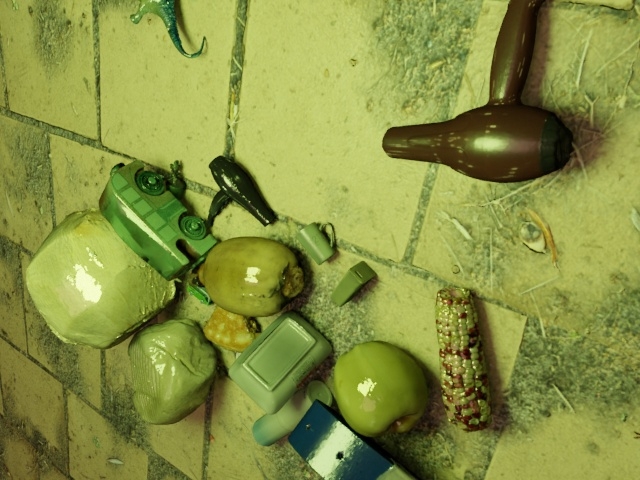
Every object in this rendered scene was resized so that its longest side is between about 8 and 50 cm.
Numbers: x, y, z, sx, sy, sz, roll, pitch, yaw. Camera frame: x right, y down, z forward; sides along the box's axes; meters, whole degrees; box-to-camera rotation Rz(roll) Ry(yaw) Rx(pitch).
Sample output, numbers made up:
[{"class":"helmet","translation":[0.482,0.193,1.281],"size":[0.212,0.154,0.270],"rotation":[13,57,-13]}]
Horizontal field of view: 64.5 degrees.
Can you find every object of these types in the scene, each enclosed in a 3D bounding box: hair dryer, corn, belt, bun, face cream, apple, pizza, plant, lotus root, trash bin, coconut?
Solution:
[{"class":"hair dryer","translation":[0.261,-0.272,0.821],"size":[0.312,0.123,0.341],"rotation":[17,103,41]},{"class":"corn","translation":[0.269,0.227,0.958],"size":[0.092,0.092,0.281],"rotation":[-3,100,35]},{"class":"belt","translation":[0.097,0.483,1.069],"size":[0.346,0.212,0.117],"rotation":[36,78,13]},{"class":"bun","translation":[-0.389,0.347,1.376],"size":[0.281,0.204,0.282],"rotation":[15,111,45]},{"class":"hair dryer","translation":[-0.219,-0.078,1.224],"size":[0.195,0.075,0.219],"rotation":[49,136,1]},{"class":"face cream","translation":[-0.074,0.433,1.262],"size":[0.250,0.077,0.077],"rotation":[-43,79,35]},{"class":"apple","translation":[0.117,0.301,1.029],"size":[0.199,0.200,0.200],"rotation":[11,111,31]},{"class":"pizza","translation":[-0.219,0.184,1.297],"size":[0.188,0.062,0.199],"rotation":[12,103,29]},{"class":"plant","translation":[-0.370,-0.155,1.296],"size":[0.051,0.051,0.102],"rotation":[27,124,24]},{"class":"lotus root","translation":[-0.186,0.081,1.171],"size":[0.309,0.182,0.183],"rotation":[2,106,33]},{"class":"trash bin","translation":[0.065,0.093,1.072],"size":[0.043,0.061,0.092],"rotation":[47,127,13]},{"class":"coconut","translation":[-0.582,0.087,1.337],"size":[0.346,0.346,0.360],"rotation":[-38,90,36]}]

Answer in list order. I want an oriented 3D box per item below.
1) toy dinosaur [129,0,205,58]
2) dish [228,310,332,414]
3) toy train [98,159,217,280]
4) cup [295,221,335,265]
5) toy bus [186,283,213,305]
[{"class":"toy dinosaur","translation":[-0.383,-0.569,1.159],"size":[0.147,0.076,0.363],"rotation":[-18,90,30]},{"class":"dish","translation":[-0.091,0.260,1.136],"size":[0.151,0.212,0.077],"rotation":[38,157,19]},{"class":"toy train","translation":[-0.413,-0.050,1.253],"size":[0.326,0.159,0.129],"rotation":[47,133,-5]},{"class":"cup","translation":[-0.002,0.002,1.104],"size":[0.083,0.074,0.054],"rotation":[53,162,5]},{"class":"toy bus","translation":[-0.321,0.141,1.368],"size":[0.083,0.031,0.037],"rotation":[33,111,22]}]
